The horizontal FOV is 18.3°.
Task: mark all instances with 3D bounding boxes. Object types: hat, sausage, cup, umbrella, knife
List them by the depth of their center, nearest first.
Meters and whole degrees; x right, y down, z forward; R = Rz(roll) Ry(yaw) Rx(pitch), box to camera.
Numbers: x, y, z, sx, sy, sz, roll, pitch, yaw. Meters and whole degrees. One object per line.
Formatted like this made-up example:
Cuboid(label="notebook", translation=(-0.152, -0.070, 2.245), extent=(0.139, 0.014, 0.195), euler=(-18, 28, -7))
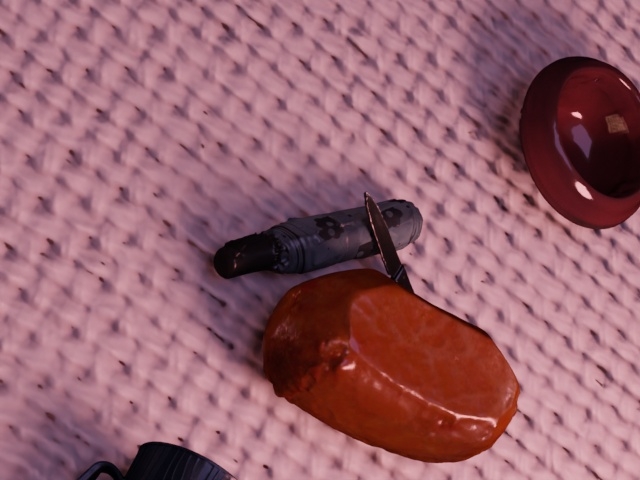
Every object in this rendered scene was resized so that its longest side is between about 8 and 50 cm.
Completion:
Cuboid(label="cup", translation=(-0.157, 0.266, 1.788), extent=(0.138, 0.150, 0.113), euler=(-61, 145, -29))
Cuboid(label="sausage", translation=(0.071, 0.127, 1.948), extent=(0.268, 0.141, 0.153), euler=(27, 63, -23))
Cuboid(label="umbrella", translation=(-0.001, 0.002, 1.995), extent=(0.250, 0.052, 0.053), euler=(-15, 118, -37))
Cuboid(label="knife", translation=(0.072, 0.019, 2.021), extent=(0.023, 0.010, 0.170), euler=(-43, 127, -30))
Cuboid(label="hat", translation=(0.285, -0.105, 2.196), extent=(0.205, 0.089, 0.205), euler=(13, 69, -36))
